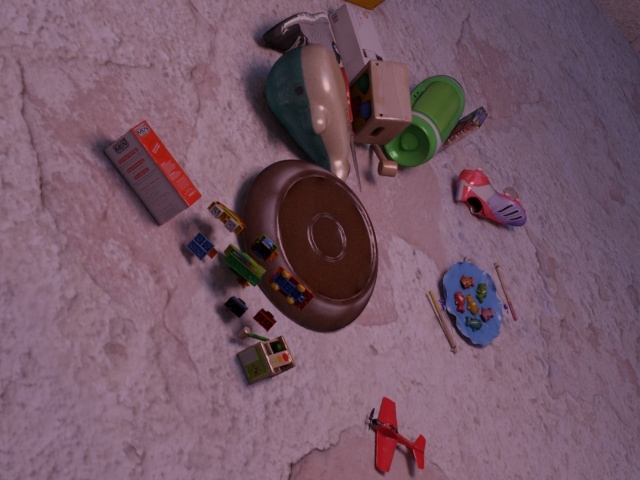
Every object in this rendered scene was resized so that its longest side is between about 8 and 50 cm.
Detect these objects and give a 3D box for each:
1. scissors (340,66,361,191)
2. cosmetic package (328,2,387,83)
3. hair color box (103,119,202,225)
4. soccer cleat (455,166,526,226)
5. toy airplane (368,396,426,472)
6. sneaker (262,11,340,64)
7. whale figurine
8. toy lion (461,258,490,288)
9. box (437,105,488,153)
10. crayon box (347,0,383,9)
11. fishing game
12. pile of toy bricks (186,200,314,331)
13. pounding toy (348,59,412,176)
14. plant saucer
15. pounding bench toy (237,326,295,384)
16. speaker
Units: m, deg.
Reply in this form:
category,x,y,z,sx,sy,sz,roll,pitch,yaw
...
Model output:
category,x,y,z,sx,sy,sz,roll,pitch,yaw
scissors,0.054,-0.225,1.857,0.297,0.021,0.109,-98,-173,-47
cosmetic package,0.098,-0.401,2.102,0.099,0.060,0.239,10,58,-50
hair color box,-0.249,-0.100,1.419,0.141,0.072,0.043,54,35,-10
soccer cleat,0.401,-0.083,2.261,0.248,0.083,0.095,36,70,-39
toy airplane,0.133,0.341,1.627,0.151,0.028,0.151,33,41,-34
sneaker,-0.019,-0.386,1.921,0.132,0.086,0.228,62,33,-2
whale figurine,-0.019,-0.226,1.784,0.216,0.141,0.272,-68,146,-70
toy lion,0.329,0.103,2.059,0.100,0.034,0.096,49,43,-16
box,0.316,-0.252,2.206,0.027,0.137,0.094,53,35,-10
crayon box,0.055,-0.661,2.221,0.318,0.081,0.202,3,63,-51
fishing game,0.329,0.125,2.001,0.264,0.041,0.189,-12,80,-46
pile of toy bricks,-0.112,0.042,1.486,0.212,0.118,0.105,43,6,2
pounding toy,0.104,-0.230,1.926,0.094,0.181,0.206,3,73,-21
plant saucer,0.000,0.000,1.643,0.310,0.050,0.311,18,62,-39
pounding bench toy,-0.086,0.167,1.451,0.065,0.052,0.083,-10,73,-55
speaker,0.235,-0.271,2.127,0.131,0.131,0.296,53,35,-11
